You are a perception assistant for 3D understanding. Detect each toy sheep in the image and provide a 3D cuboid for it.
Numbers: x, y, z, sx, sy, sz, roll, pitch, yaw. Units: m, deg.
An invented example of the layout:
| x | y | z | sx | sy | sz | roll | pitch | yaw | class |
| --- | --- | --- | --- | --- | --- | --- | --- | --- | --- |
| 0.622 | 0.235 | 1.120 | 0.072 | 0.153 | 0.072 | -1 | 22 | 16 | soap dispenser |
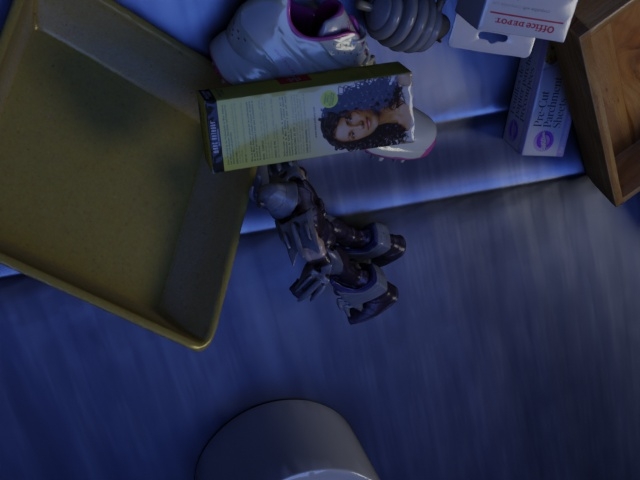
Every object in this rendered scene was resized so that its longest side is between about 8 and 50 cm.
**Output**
| x | y | z | sx | sy | sz | roll | pitch | yaw | class |
| --- | --- | --- | --- | --- | --- | --- | --- | --- | --- |
| 0.097 | -0.265 | 1.356 | 0.132 | 0.091 | 0.091 | 12 | 111 | -27 | toy sheep |

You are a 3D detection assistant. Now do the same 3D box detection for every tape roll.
| x | y | z | sx | sy | sz | roll | pitch | yaw | class |
| --- | --- | --- | --- | --- | --- | --- | --- | --- | --- |
| -0.036 | 0.361 | 1.570 | 0.246 | 0.169 | 0.246 | -8 | 118 | -15 | tape roll |

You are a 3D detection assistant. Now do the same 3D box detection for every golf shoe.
| x | y | z | sx | sy | sz | roll | pitch | yaw | class |
| --- | --- | --- | --- | --- | --- | --- | --- | --- | --- |
| 0.028 | -0.192 | 1.341 | 0.306 | 0.115 | 0.140 | 22 | 118 | -28 | golf shoe |

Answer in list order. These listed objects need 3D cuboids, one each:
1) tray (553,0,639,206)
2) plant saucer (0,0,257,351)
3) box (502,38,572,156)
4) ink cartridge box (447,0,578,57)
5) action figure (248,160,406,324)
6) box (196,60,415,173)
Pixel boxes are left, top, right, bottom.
| x | y | z | sx | sy | sz | roll | pitch | yaw | class |
| --- | --- | --- | --- | --- | --- | --- | --- | --- | --- |
| 0.396 | -0.210 | 1.389 | 0.203 | 0.076 | 0.411 | -36 | 150 | 1 | tray |
| -0.234 | -0.082 | 1.252 | 0.333 | 0.081 | 0.332 | 29 | 61 | -32 | plant saucer |
| 0.299 | -0.264 | 1.436 | 0.067 | 0.063 | 0.324 | 2 | 114 | -18 | box |
| 0.204 | -0.262 | 1.148 | 0.104 | 0.060 | 0.180 | 4 | 117 | -21 | ink cartridge box |
| 0.000 | 0.000 | 1.392 | 0.099 | 0.185 | 0.285 | -20 | 146 | 26 | action figure |
| -0.015 | -0.137 | 1.272 | 0.232 | 0.058 | 0.087 | -11 | 115 | -10 | box |
